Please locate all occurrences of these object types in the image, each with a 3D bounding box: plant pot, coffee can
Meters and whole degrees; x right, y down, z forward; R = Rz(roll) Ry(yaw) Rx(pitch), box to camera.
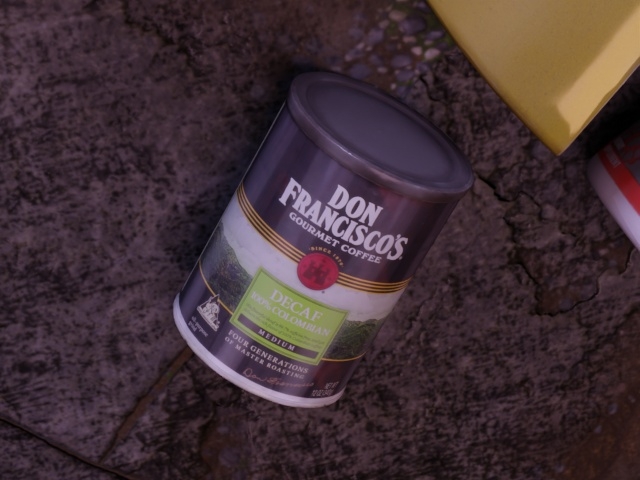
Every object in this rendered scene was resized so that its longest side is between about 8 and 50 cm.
[{"bbox_3d":[0.214,-0.244,1.721,0.187,0.212,0.212,36,110,-10],"label":"plant pot"},{"bbox_3d":[0.000,0.000,1.823,0.201,0.201,0.275,19,117,-23],"label":"coffee can"}]

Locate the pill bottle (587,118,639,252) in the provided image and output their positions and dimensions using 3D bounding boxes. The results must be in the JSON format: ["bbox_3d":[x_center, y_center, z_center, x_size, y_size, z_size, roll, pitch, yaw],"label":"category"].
[{"bbox_3d":[0.472,-0.107,1.859,0.363,0.210,0.210,-39,122,12],"label":"pill bottle"}]
